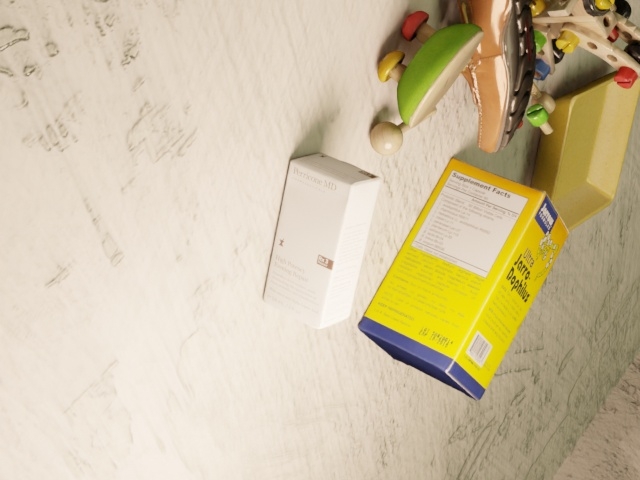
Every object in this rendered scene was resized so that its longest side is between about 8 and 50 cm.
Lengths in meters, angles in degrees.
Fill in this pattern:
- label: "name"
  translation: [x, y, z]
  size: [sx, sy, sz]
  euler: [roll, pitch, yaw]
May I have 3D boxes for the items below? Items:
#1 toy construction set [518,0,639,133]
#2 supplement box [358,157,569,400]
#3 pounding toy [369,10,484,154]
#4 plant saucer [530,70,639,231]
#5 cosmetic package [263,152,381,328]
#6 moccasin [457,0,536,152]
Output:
- label: "toy construction set"
  translation: [0.409, -0.360, 2.013]
  size: [0.309, 0.257, 0.237]
  euler: [-42, 129, 6]
- label: "supplement box"
  translation: [0.260, 0.069, 2.048]
  size: [0.357, 0.194, 0.195]
  euler: [-60, 148, -8]
- label: "pounding toy"
  translation: [0.142, -0.260, 1.765]
  size: [0.183, 0.110, 0.237]
  euler: [-46, 172, -40]
- label: "plant saucer"
  translation: [0.538, -0.192, 2.393]
  size: [0.332, 0.081, 0.333]
  euler: [-27, 133, -46]
- label: "cosmetic package"
  translation: [0.000, 0.000, 1.692]
  size: [0.085, 0.117, 0.231]
  euler: [-18, 125, -52]
- label: "moccasin"
  translation: [0.264, -0.315, 1.865]
  size: [0.139, 0.147, 0.380]
  euler: [-57, 147, -40]
